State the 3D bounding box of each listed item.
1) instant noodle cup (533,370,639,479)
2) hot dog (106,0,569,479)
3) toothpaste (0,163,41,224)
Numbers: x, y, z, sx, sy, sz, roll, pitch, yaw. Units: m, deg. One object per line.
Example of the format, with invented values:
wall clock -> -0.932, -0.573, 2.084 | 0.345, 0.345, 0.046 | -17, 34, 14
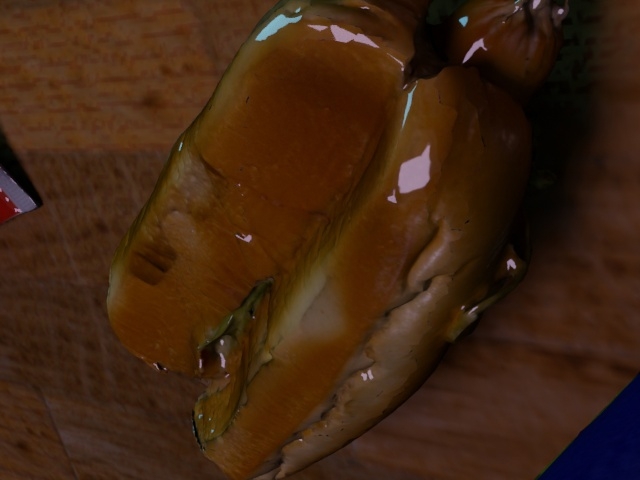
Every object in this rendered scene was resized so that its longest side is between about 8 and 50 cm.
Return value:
instant noodle cup -> 0.080, 0.161, 0.307 | 0.284, 0.312, 0.284 | 33, 139, 35
hot dog -> 0.000, 0.000, 0.514 | 0.109, 0.072, 0.269 | 53, 149, 7
toothpaste -> -0.228, -0.010, 0.842 | 0.301, 0.048, 0.075 | -23, 93, 55
